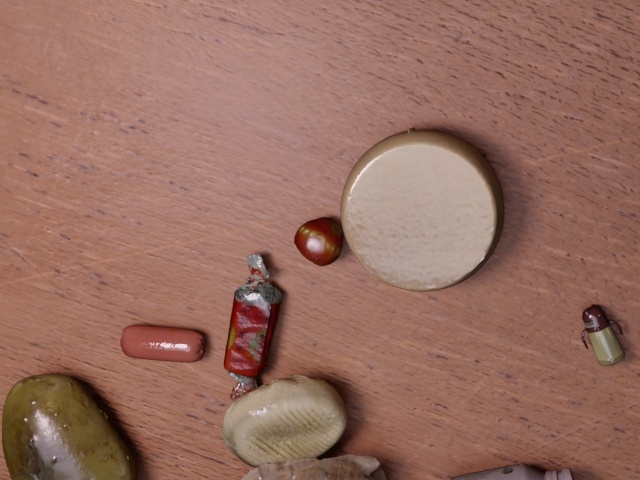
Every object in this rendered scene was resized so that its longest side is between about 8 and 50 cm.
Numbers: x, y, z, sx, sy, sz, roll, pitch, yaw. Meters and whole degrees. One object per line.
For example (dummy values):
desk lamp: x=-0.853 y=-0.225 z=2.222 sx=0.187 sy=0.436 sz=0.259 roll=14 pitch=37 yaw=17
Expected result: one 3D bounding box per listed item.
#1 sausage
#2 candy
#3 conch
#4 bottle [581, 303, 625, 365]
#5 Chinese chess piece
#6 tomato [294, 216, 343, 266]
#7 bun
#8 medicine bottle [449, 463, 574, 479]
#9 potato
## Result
sausage: x=-0.283 y=0.187 z=1.669 sx=0.154 sy=0.062 sz=0.062 roll=4 pitch=104 yaw=9
candy: x=-0.121 y=0.162 z=1.636 sx=0.086 sy=0.059 sz=0.292 roll=13 pitch=105 yaw=7
conch: x=0.010 y=0.490 z=1.595 sx=0.324 sy=0.186 sz=0.263 roll=10 pitch=108 yaw=-20
bottle: x=0.470 y=0.155 z=1.541 sx=0.063 sy=0.047 sz=0.101 roll=-26 pitch=94 yaw=-13
Chinese chess piece: x=0.167 y=-0.049 z=1.513 sx=0.273 sy=0.102 sz=0.273 roll=3 pitch=106 yaw=10
tomato: x=0.000 y=0.000 z=1.563 sx=0.087 sy=0.087 sz=0.075 roll=40 pitch=105 yaw=-1
bun: x=-0.067 y=0.303 z=1.618 sx=0.222 sy=0.128 sz=0.222 roll=-8 pitch=131 yaw=-10
medicine bottle: x=0.334 y=0.456 z=1.589 sx=0.215 sy=0.135 sz=0.135 roll=-15 pitch=101 yaw=13
potato: x=-0.467 y=0.385 z=1.694 sx=0.210 sy=0.173 sz=0.308 roll=-23 pitch=97 yaw=17
